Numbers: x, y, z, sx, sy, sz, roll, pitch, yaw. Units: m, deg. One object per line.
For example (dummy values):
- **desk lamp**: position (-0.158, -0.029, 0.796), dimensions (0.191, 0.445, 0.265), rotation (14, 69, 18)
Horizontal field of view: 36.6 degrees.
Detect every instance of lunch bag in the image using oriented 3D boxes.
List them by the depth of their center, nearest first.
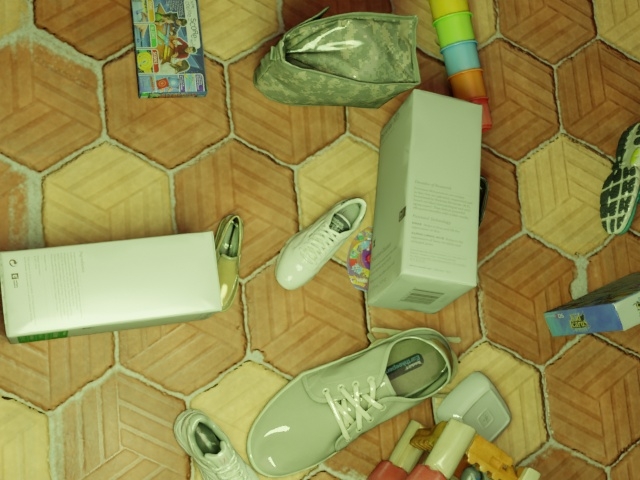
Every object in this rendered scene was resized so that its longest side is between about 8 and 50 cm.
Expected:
- **lunch bag**: position (0.020, -0.355, 1.906), dimensions (0.287, 0.235, 0.169), rotation (-1, 86, -17)

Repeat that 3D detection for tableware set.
- **tableware set**: position (0.180, 0.243, 1.946), dimensions (0.194, 0.039, 0.128), rotation (8, 89, -8)

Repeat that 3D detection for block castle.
- **block castle**: position (0.319, 0.531, 1.793), dimensions (0.453, 0.303, 0.213), rotation (35, 74, -6)

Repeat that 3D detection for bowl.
- **bowl**: position (0.317, 0.352, 1.938), dimensions (0.142, 0.053, 0.142), rotation (-40, 110, -19)

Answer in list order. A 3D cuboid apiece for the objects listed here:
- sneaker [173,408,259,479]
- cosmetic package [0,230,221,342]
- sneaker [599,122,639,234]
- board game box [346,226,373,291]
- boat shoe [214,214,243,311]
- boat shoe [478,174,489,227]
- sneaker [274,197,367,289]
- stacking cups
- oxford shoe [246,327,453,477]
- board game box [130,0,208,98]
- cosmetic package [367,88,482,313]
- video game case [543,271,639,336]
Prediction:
- **sneaker**: position (-0.182, 0.411, 1.769), dimensions (0.090, 0.115, 0.232), rotation (-41, 93, -19)
- **cosmetic package**: position (-0.376, 0.084, 1.735), dimensions (0.365, 0.197, 0.155), rotation (-5, 81, -15)
- **sneaker**: position (0.702, -0.130, 2.133), dimensions (0.110, 0.107, 0.275), rotation (30, 73, -19)
- **board game box**: position (0.138, 0.048, 1.972), dimensions (0.168, 0.033, 0.133), rotation (19, 75, -11)
- **boat shoe**: position (-0.183, 0.041, 1.860), dimensions (0.068, 0.072, 0.190), rotation (8, 78, -15)
- **boat shoe**: position (0.287, -0.029, 2.006), dimensions (0.084, 0.079, 0.233), rotation (26, 75, -12)
- **sneaker**: position (0.000, 0.000, 1.910), dimensions (0.090, 0.095, 0.235), rotation (43, 73, -6)
- **stacking cups**: position (0.310, -0.386, 2.073), dimensions (0.096, 0.096, 0.316), rotation (-14, 86, -18)
- **oxford shoe**: position (0.060, 0.302, 1.838), dimensions (0.449, 0.130, 0.169), rotation (-28, 96, -9)
- **board game box**: position (-0.301, -0.385, 1.926), dimensions (0.136, 0.035, 0.201), rotation (-3, 81, -16)
- **cosmetic package**: position (0.204, -0.072, 1.893), dimensions (0.156, 0.217, 0.385), rotation (9, 67, -13)
- **video game case**: position (0.627, 0.122, 1.972), dimensions (0.244, 0.269, 0.061), rotation (-20, 88, -18)
